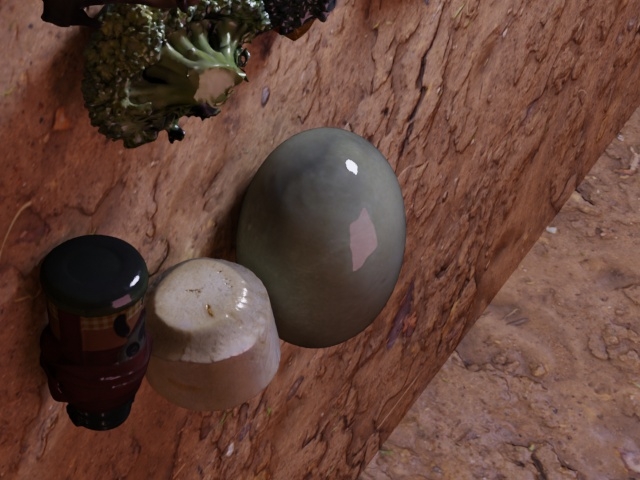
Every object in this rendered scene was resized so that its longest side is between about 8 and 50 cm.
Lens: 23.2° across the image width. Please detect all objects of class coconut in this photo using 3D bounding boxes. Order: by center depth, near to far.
[{"bbox_3d":[-0.158,0.141,2.203,0.202,0.202,0.222,-50,152,-28],"label":"coconut"}]

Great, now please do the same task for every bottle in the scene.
[{"bbox_3d":[-0.281,0.125,1.983,0.156,0.143,0.271,-19,137,-24],"label":"bottle"}]

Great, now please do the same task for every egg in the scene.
[{"bbox_3d":[0.000,0.000,2.311,0.258,0.258,0.352,-32,139,-53],"label":"egg"}]

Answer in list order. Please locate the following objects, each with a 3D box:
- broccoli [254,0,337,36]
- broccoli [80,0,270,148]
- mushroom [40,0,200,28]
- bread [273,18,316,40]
[{"bbox_3d":[-0.035,-0.373,1.943,0.198,0.177,0.275,81,29,-49],"label":"broccoli"},{"bbox_3d":[-0.162,-0.211,1.784,0.176,0.226,0.198,-105,-160,-50],"label":"broccoli"},{"bbox_3d":[-0.163,-0.445,1.512,0.397,0.224,0.313,-60,146,-25],"label":"mushroom"},{"bbox_3d":[-0.035,-0.316,2.123,0.085,0.053,0.085,-53,170,-14],"label":"bread"}]
